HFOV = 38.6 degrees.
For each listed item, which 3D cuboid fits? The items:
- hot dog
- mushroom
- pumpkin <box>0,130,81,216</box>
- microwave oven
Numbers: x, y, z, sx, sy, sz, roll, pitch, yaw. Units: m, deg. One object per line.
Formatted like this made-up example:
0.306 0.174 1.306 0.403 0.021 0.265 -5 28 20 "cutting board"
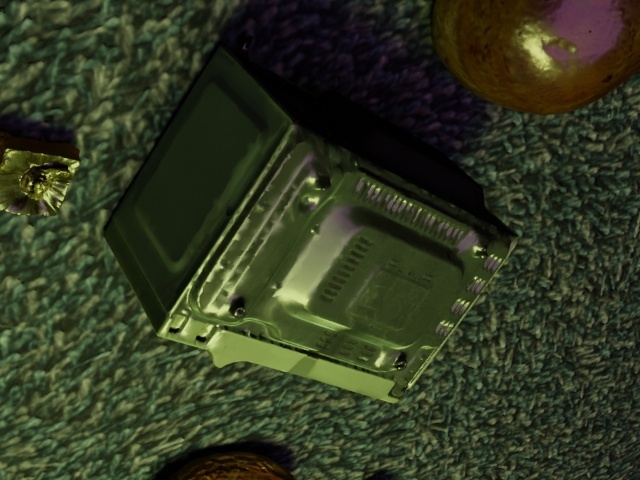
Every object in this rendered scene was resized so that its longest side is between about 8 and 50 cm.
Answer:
-0.137 0.372 1.252 0.227 0.099 0.160 6 118 -32 "hot dog"
0.274 -0.261 0.992 0.283 0.195 0.263 -33 127 -7 "mushroom"
-0.282 -0.061 0.890 0.083 0.054 0.074 7 122 -40 "pumpkin"
0.000 0.000 0.992 0.355 0.218 0.286 24 108 -40 "microwave oven"
